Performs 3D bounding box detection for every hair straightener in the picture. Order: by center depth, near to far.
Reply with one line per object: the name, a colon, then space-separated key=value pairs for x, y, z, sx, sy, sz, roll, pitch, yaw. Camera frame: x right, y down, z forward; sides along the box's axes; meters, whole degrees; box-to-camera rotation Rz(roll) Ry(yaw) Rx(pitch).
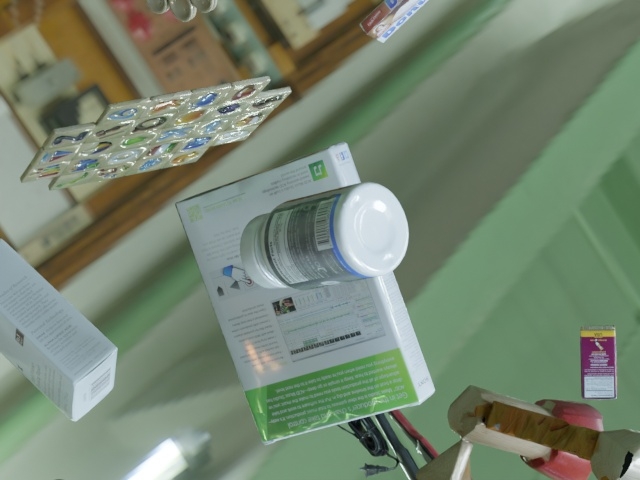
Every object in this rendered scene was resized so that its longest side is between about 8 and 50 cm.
hair straightener: x=0.081 y=0.250 z=2.019 sx=0.089 sy=0.230 sz=0.047 roll=-32 pitch=159 yaw=-16

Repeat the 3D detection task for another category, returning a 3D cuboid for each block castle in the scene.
block castle: x=0.223 y=0.379 z=1.549 sx=0.303 sy=0.213 sz=0.453 roll=10 pitch=-98 yaw=58

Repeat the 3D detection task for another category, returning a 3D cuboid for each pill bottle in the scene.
pill bottle: x=0.000 y=0.000 z=1.364 sx=0.137 sy=0.078 sz=0.078 roll=-12 pitch=-158 yaw=48

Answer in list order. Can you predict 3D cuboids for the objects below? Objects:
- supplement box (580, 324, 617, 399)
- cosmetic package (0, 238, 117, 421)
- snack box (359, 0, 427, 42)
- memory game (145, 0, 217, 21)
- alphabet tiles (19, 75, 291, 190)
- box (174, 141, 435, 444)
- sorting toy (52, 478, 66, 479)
supplement box: x=0.333 y=0.145 z=1.970 sx=0.043 sy=0.083 sz=0.055 roll=-1 pitch=-176 yaw=9
cosmetic package: x=-0.376 y=0.118 z=2.176 sx=0.085 sy=0.231 sz=0.117 roll=-42 pitch=162 yaw=-30
snack box: x=0.132 y=-0.338 z=2.206 sx=0.178 sy=0.022 sz=0.064 roll=-42 pitch=162 yaw=15
memory game: x=-0.161 y=-0.314 z=1.695 sx=0.012 sy=0.186 sz=0.186 roll=-31 pitch=-174 yaw=-38
alphabet tiles: x=-0.219 y=-0.142 z=2.195 sx=0.343 sy=0.011 sz=0.285 roll=-13 pitch=166 yaw=-28
box: x=-0.020 y=0.068 z=1.985 sx=0.232 sy=0.322 sz=0.058 roll=-18 pitch=-178 yaw=29
sorting toy: x=-0.165 y=0.289 z=1.297 sx=0.047 sy=0.348 sz=0.196 roll=101 pitch=7 yaw=-55
